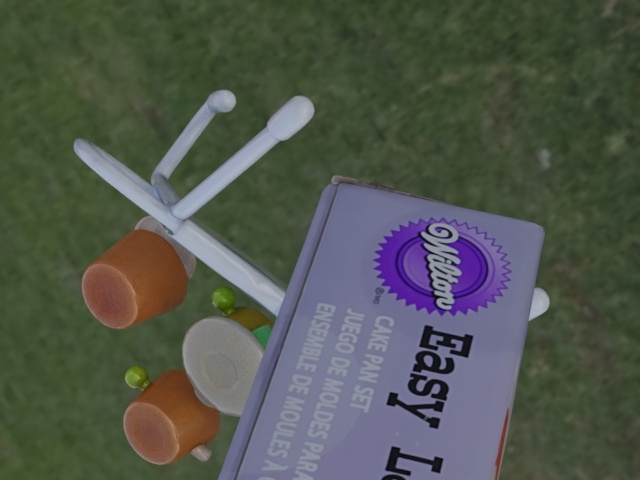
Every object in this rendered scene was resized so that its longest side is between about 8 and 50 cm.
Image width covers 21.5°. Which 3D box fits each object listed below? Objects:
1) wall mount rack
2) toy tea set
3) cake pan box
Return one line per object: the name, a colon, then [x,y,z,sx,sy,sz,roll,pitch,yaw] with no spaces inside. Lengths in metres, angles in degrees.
wall mount rack: [0.000,0.000,1.201,0.350,0.130,0.304,37,180,-15]
toy tea set: [-0.069,0.133,1.404,0.200,0.124,0.336,-4,109,37]
cake pan box: [-0.006,0.161,0.447,0.070,0.245,0.267,13,134,9]
